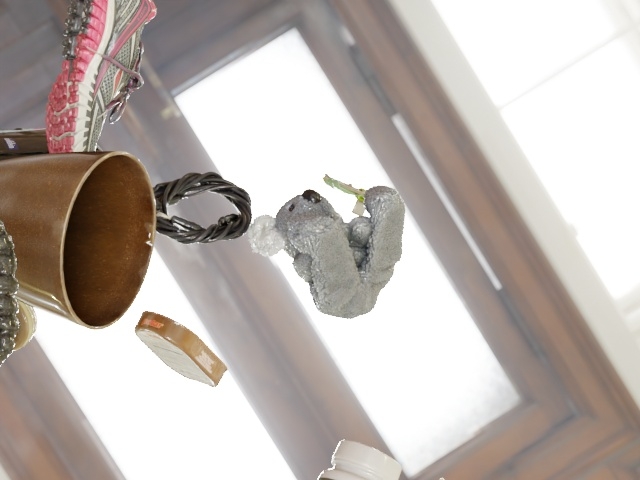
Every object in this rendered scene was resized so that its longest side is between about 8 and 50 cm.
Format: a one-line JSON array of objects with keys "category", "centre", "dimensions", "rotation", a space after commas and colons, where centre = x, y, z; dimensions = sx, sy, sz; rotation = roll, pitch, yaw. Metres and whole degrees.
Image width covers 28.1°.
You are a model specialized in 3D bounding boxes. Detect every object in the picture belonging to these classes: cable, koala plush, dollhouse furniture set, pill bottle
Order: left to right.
[{"category": "cable", "centre": [-0.181, -0.051, 2.009], "dimensions": [0.184, 0.150, 0.047], "rotation": [-9, 130, -34]}, {"category": "koala plush", "centre": [0.000, 0.000, 2.013], "dimensions": [0.196, 0.203, 0.221], "rotation": [-22, -145, -30]}, {"category": "pill bottle", "centre": [0.047, 0.546, 2.487], "dimensions": [0.161, 0.161, 0.283], "rotation": [-25, -143, 64]}, {"category": "dollhouse furniture set", "centre": [0.066, -0.061, 2.215], "dimensions": [0.059, 0.151, 0.076], "rotation": [-67, -155, 5]}]

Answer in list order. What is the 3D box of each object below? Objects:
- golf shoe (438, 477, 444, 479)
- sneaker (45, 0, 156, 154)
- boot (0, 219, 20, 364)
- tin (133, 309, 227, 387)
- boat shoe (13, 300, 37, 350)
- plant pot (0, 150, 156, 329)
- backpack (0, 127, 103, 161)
[{"category": "golf shoe", "centre": [0.189, 0.395, 1.898], "dimensions": [0.176, 0.086, 0.069], "rotation": [-3, 159, 28]}, {"category": "sneaker", "centre": [-0.312, -0.219, 1.821], "dimensions": [0.112, 0.299, 0.121], "rotation": [10, -169, -33]}, {"category": "boot", "centre": [-0.368, 0.122, 1.246], "dimensions": [0.260, 0.348, 0.131], "rotation": [-6, -153, 40]}, {"category": "tin", "centre": [-0.210, 0.166, 1.924], "dimensions": [0.106, 0.190, 0.040], "rotation": [10, -116, 30]}, {"category": "boat shoe", "centre": [-0.511, 0.053, 1.892], "dimensions": [0.098, 0.302, 0.109], "rotation": [-4, 124, -59]}, {"category": "plant pot", "centre": [-0.353, -0.015, 1.560], "dimensions": [0.230, 0.215, 0.215], "rotation": [9, -159, 21]}, {"category": "backpack", "centre": [-0.458, -0.073, 2.040], "dimensions": [0.253, 0.225, 0.191], "rotation": [-11, 138, -29]}]
